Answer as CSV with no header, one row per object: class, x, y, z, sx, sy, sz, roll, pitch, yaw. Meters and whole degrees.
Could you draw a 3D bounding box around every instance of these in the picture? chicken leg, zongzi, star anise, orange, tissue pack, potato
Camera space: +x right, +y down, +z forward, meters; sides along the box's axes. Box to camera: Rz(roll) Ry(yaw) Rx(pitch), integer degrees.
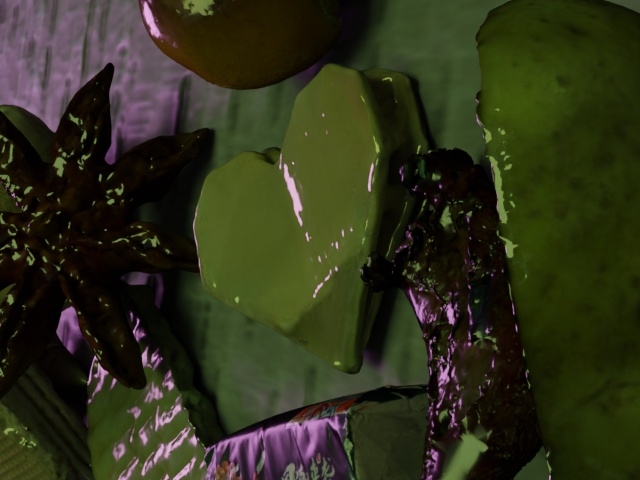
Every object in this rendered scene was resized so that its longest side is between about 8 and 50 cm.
chicken leg,0.078,0.043,0.731,0.105,0.063,0.234,-42,40,29
zongzi,-0.242,0.143,1.261,0.113,0.052,0.104,34,123,39
star anise,-0.206,-0.004,1.085,0.288,0.088,0.288,-4,77,19
orange,-0.048,-0.174,0.933,0.157,0.134,0.156,-7,65,15
tissue pack,0.014,0.136,0.811,0.170,0.103,0.090,-27,71,53
potato,0.146,0.019,0.605,0.111,0.160,0.271,-13,81,19

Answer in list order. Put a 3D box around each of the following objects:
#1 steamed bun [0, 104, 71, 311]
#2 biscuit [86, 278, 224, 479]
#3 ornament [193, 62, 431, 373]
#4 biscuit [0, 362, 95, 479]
steamed bun,-0.260,-0.025,1.227,0.141,0.172,0.155,-43,8,-4
biscuit,-0.131,0.169,1.090,0.273,0.036,0.187,57,131,43
ornament,0.000,0.000,0.894,0.201,0.059,0.180,-40,57,45
biscuit,-0.288,0.126,1.203,0.239,0.062,0.108,51,140,-6
